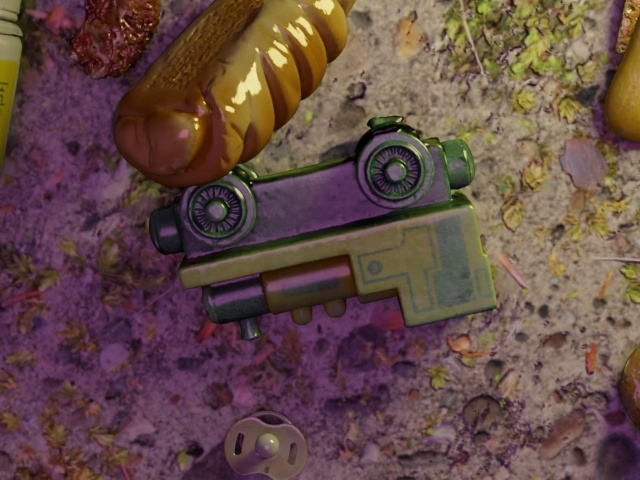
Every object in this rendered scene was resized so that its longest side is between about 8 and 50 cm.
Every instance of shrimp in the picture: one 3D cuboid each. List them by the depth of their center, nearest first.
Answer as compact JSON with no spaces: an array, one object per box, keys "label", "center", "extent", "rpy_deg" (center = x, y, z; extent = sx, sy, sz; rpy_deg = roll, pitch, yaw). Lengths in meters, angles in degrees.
[{"label":"shrimp","center":[0.443,0.216,1.330],"extent":[0.126,0.047,0.223],"rpy_deg":[-33,94,-7]}]

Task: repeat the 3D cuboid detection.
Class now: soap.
[{"label":"soap","center":[0.383,-0.192,1.275],"extent":[0.089,0.033,0.168],"rpy_deg":[16,111,-6]}]

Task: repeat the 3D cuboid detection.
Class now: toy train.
[{"label":"toy train","center":[0.000,0.000,1.256],"extent":[0.369,0.150,0.237],"rpy_deg":[-12,102,2]}]

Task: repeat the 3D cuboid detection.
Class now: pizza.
[{"label":"pizza","center":[0.373,-0.259,1.285],"extent":[0.108,0.026,0.123],"rpy_deg":[-43,99,12]}]

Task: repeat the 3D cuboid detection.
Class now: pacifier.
[{"label":"pacifier","center":[-0.063,0.238,1.310],"extent":[0.099,0.078,0.081],"rpy_deg":[10,75,-1]}]

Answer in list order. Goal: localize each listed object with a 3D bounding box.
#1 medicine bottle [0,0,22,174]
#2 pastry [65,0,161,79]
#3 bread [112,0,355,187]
[{"label":"medicine bottle","center":[-0.405,-0.186,1.227],"extent":[0.143,0.143,0.258],"rpy_deg":[10,95,-2]},{"label":"pastry","center":[-0.221,-0.260,1.264],"extent":[0.087,0.063,0.169],"rpy_deg":[26,100,6]},{"label":"bread","center":[-0.090,-0.171,1.178],"extent":[0.311,0.173,0.121],"rpy_deg":[-53,133,-30]}]
